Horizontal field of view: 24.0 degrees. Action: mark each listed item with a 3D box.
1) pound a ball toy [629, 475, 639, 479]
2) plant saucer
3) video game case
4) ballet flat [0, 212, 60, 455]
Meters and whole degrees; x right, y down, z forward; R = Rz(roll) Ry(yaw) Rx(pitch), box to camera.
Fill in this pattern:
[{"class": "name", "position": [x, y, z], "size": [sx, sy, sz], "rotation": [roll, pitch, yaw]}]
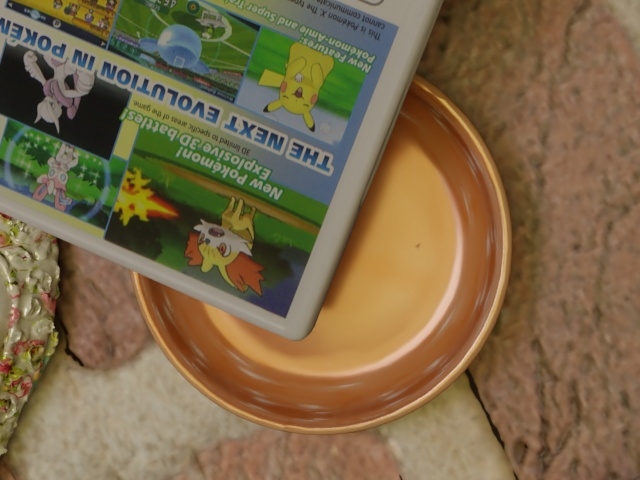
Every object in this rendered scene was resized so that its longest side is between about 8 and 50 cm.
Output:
[{"class": "pound a ball toy", "position": [0.160, 0.234, 0.723], "size": [0.319, 0.136, 0.208], "rotation": [-23, 90, 10]}, {"class": "plant saucer", "position": [0.000, 0.000, 0.783], "size": [0.200, 0.037, 0.200], "rotation": [1, 94, 8]}, {"class": "video game case", "position": [-0.105, -0.145, 0.715], "size": [0.329, 0.036, 0.300], "rotation": [23, 111, 5]}, {"class": "ballet flat", "position": [-0.197, 0.076, 0.800], "size": [0.091, 0.077, 0.241], "rotation": [15, 95, 9]}]
